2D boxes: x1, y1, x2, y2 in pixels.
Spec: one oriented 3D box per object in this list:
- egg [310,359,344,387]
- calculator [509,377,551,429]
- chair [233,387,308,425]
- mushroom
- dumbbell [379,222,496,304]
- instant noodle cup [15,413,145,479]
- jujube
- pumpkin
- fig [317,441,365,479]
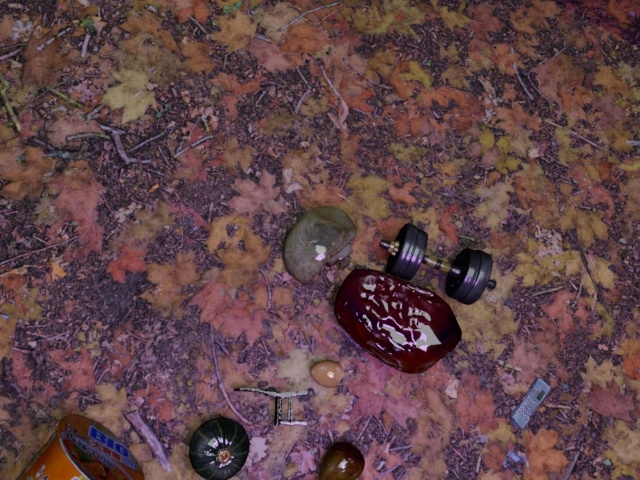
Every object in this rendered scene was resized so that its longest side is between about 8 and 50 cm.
[{"bbox_3d":[0.019,0.394,1.567,0.097,0.080,0.080,22,72,-2],"label":"egg"},{"bbox_3d":[0.663,0.512,1.670,0.057,0.018,0.172,44,71,3],"label":"calculator"},{"bbox_3d":[-0.146,0.479,1.518,0.213,0.084,0.101,3,70,-8],"label":"chair"},{"bbox_3d":[-0.002,-0.008,1.634,0.267,0.164,0.189,-34,83,-16],"label":"mushroom"},{"bbox_3d":[0.368,0.074,1.659,0.389,0.185,0.185,21,72,-3],"label":"dumbbell"},{"bbox_3d":[-0.614,0.615,1.315,0.296,0.296,0.214,43,82,4],"label":"instant noodle cup"},{"bbox_3d":[0.224,0.236,1.567,0.377,0.258,0.258,26,72,12],"label":"jujube"},{"bbox_3d":[-0.277,0.569,1.448,0.167,0.125,0.167,-2,99,-14],"label":"pumpkin"},{"bbox_3d":[0.051,0.644,1.491,0.109,0.103,0.155,37,62,26],"label":"fig"}]
